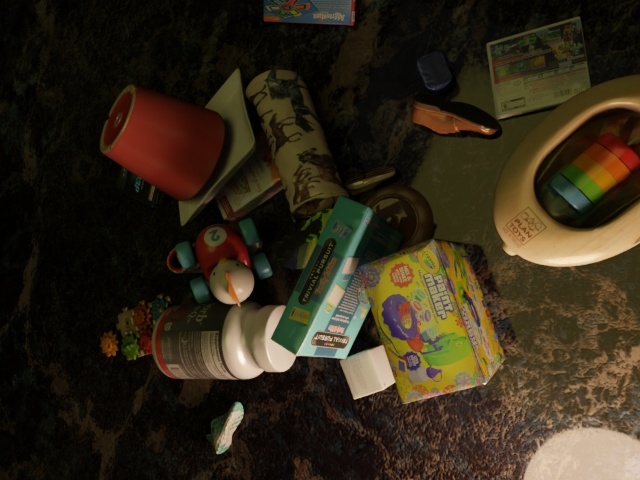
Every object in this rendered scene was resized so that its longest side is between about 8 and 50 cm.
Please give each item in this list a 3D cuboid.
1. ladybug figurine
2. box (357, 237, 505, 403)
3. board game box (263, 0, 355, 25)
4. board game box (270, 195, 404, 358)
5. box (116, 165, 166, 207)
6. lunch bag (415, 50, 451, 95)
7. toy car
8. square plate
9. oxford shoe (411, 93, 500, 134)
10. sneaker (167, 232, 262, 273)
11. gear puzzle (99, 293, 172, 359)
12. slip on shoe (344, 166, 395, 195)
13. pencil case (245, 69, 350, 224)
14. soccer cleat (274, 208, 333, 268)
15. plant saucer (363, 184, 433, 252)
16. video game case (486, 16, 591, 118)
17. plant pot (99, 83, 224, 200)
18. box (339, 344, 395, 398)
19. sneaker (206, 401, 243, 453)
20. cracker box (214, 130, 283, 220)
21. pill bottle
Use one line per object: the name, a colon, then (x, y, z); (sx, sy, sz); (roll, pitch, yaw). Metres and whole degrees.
ladybug figurine: (0.554, -0.127, 1.058); (0.449, 0.162, 0.305); (-41, 72, 19)
box: (0.251, 0.162, 1.132); (0.177, 0.279, 0.289); (-22, 78, 24)
board game box: (-0.034, -0.669, 1.420); (0.281, 0.027, 0.145); (15, 115, 26)
board game box: (0.050, 0.096, 1.176); (0.079, 0.254, 0.336); (26, 89, 29)
box: (-0.545, -0.237, 1.632); (0.175, 0.051, 0.220); (27, 109, 23)
lunch bag: (0.271, -0.403, 1.263); (0.067, 0.065, 0.098); (-19, 82, 4)
toy car: (-0.239, 0.076, 1.346); (0.219, 0.238, 0.210); (-21, 109, -9)
square plate: (-0.297, -0.260, 1.470); (0.347, 0.049, 0.344); (-41, 45, 29)
oxford shoe: (0.319, -0.286, 1.244); (0.212, 0.076, 0.076); (22, 134, 19)
sneaker: (-0.308, 0.038, 1.488); (0.270, 0.145, 0.090); (-17, 81, 25)
gear puzzle: (-0.602, 0.293, 1.679); (0.339, 0.044, 0.175); (-20, 79, 24)
slip on shoe: (0.131, -0.151, 1.339); (0.135, 0.051, 0.041); (-18, 120, 17)
pencil case: (-0.064, -0.252, 1.365); (0.183, 0.160, 0.410); (126, 126, -64)
soccer cleat: (0.000, -0.001, 1.323); (0.289, 0.121, 0.093); (-29, 55, 44)
plant saucer: (0.181, -0.045, 1.311); (0.199, 0.036, 0.198); (-1, 87, 27)
video game case: (0.490, -0.386, 1.179); (0.201, 0.023, 0.183); (-8, 84, 27)
plant pot: (-0.433, -0.274, 1.401); (0.275, 0.243, 0.274); (-26, 54, 41)
box: (0.120, 0.323, 1.289); (0.087, 0.102, 0.101); (-28, 75, 25)
sneaker: (-0.282, 0.530, 1.504); (0.076, 0.065, 0.166); (31, 100, 28)
cracker box: (-0.205, -0.180, 1.489); (0.232, 0.067, 0.155); (-33, 73, 22)
pill bottle: (-0.256, 0.270, 1.418); (0.363, 0.210, 0.210); (-7, 85, 25)
